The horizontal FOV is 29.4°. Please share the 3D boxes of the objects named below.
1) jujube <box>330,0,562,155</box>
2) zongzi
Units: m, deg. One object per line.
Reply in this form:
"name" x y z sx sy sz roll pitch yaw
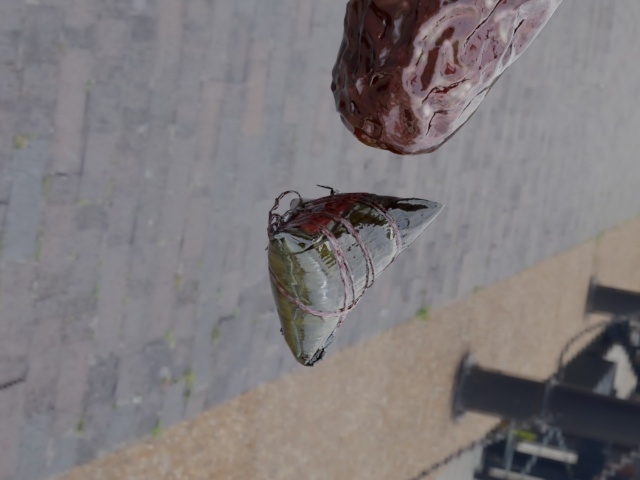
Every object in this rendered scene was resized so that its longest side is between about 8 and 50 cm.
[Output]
"jujube" 0.049 -0.091 0.447 0.129 0.077 0.077 -63 161 9
"zongzi" 0.000 0.000 0.522 0.083 0.073 0.067 -35 124 -29
